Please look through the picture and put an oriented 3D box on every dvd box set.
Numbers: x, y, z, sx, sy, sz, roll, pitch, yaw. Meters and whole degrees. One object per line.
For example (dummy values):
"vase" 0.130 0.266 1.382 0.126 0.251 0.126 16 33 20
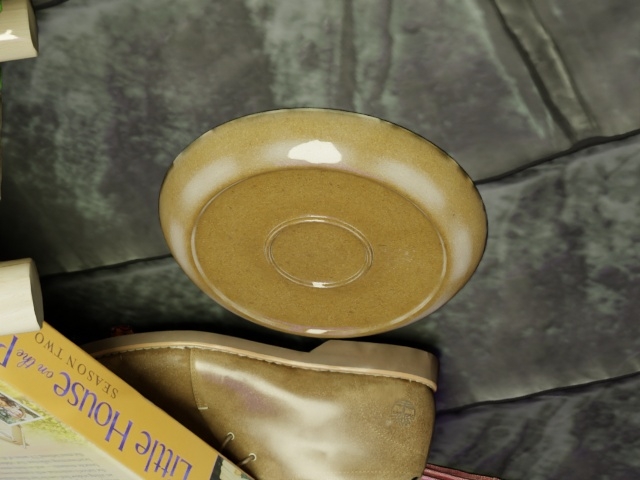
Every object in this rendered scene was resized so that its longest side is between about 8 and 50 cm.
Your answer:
"dvd box set" -0.264 0.122 1.318 0.308 0.062 0.420 -8 142 42

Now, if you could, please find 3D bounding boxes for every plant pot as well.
"plant pot" 0.000 0.000 1.285 0.236 0.032 0.236 4 139 3

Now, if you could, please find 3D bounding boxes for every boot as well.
"boot" -0.066 0.134 1.366 0.305 0.115 0.112 3 164 4

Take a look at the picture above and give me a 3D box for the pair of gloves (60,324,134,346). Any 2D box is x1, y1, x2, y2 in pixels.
"pair of gloves" -0.168 0.091 1.431 0.083 0.010 0.074 -6 140 18

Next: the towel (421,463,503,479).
"towel" 0.023 0.290 1.617 0.237 0.037 0.329 12 139 -5

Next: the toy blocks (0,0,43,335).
"toy blocks" -0.307 -0.115 0.985 0.260 0.288 0.309 -7 141 0
